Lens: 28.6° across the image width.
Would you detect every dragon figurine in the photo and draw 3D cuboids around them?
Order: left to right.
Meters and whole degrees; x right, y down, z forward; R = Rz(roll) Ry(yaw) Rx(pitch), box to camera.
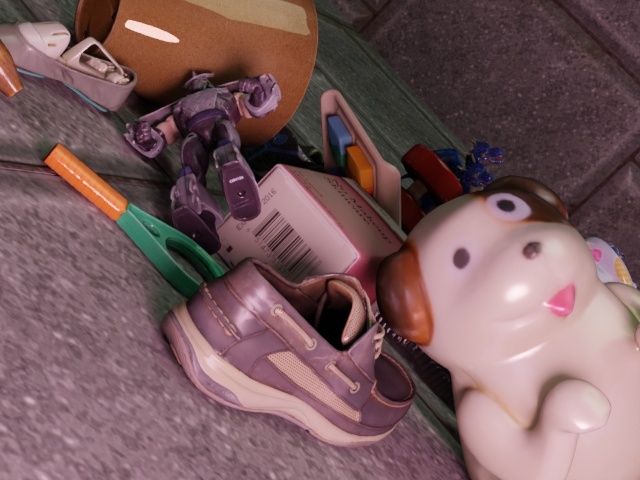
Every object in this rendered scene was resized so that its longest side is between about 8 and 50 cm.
[{"bbox_3d":[0.185,-0.090,1.947,0.289,0.085,0.144,9,-48,50],"label":"dragon figurine"}]

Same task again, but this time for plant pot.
[{"bbox_3d":[-0.173,-0.262,1.600,0.254,0.237,0.237,13,32,-38],"label":"plant pot"}]

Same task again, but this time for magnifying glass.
[{"bbox_3d":[-0.179,-0.014,1.256,0.231,0.026,0.092,39,16,-16],"label":"magnifying glass"}]

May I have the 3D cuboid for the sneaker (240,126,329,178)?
[{"bbox_3d":[-0.045,-0.089,1.744,0.211,0.080,0.081,53,-12,39],"label":"sneaker"}]

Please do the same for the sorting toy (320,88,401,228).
[{"bbox_3d":[0.046,-0.071,1.656,0.208,0.038,0.193,-124,-157,-46],"label":"sorting toy"}]

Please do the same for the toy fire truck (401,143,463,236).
[{"bbox_3d":[0.158,0.003,1.876,0.302,0.169,0.254,46,-4,2],"label":"toy fire truck"}]

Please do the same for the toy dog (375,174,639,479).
[{"bbox_3d":[0.240,0.128,1.335,0.408,0.285,0.395,62,-9,-20],"label":"toy dog"}]

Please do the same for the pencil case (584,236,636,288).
[{"bbox_3d":[0.302,0.103,1.733,0.124,0.273,0.113,55,-19,28],"label":"pencil case"}]

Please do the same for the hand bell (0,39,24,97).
[{"bbox_3d":[-0.376,-0.247,1.254,0.242,0.126,0.126,53,13,-11],"label":"hand bell"}]

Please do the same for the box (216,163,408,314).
[{"bbox_3d":[0.002,0.010,1.467,0.148,0.127,0.232,48,16,16],"label":"box"}]

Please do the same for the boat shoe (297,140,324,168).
[{"bbox_3d":[-0.015,-0.119,1.914,0.056,0.049,0.152,26,23,-49],"label":"boat shoe"}]

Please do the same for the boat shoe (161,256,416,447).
[{"bbox_3d":[0.006,0.107,1.212,0.355,0.130,0.132,23,27,-54],"label":"boat shoe"}]

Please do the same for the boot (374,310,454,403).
[{"bbox_3d":[0.159,0.135,1.663,0.198,0.077,0.137,49,10,12],"label":"boot"}]

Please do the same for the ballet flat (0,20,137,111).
[{"bbox_3d":[-0.290,-0.209,1.399,0.213,0.068,0.072,25,24,-51],"label":"ballet flat"}]

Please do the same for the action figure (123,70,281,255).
[{"bbox_3d":[-0.125,-0.116,1.411,0.099,0.185,0.285,54,13,-37],"label":"action figure"}]
